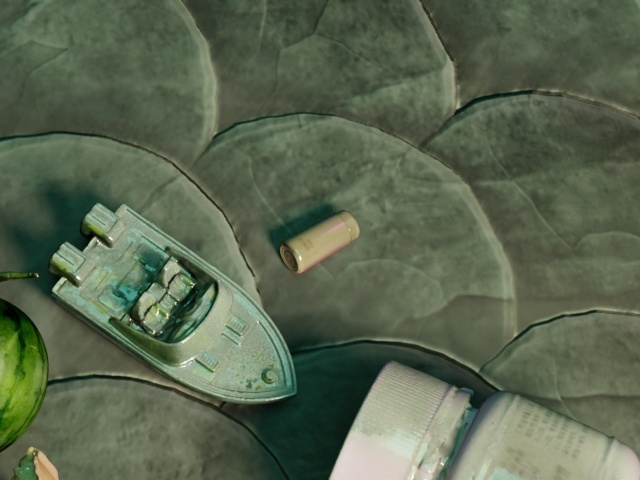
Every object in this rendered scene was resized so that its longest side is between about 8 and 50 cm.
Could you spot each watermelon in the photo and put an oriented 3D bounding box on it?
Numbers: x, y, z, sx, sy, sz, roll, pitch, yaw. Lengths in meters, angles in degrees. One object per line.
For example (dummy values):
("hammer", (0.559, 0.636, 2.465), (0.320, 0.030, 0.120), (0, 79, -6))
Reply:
("watermelon", (-0.387, 0.133, 1.833), (0.188, 0.188, 0.214), (9, 76, -8))

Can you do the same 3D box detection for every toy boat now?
("toy boat", (-0.159, 0.087, 1.957), (0.319, 0.092, 0.141), (35, 66, 4))

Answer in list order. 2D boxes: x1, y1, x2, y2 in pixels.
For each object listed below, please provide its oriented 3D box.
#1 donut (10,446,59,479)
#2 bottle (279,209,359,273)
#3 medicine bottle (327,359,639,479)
("donut", (-0.372, 0.325, 1.766), (0.233, 0.085, 0.199), (-7, 104, -14))
("bottle", (0.000, 0.000, 2.057), (0.096, 0.045, 0.045), (-30, 75, -23))
("medicine bottle", (0.172, 0.279, 1.857), (0.302, 0.241, 0.241), (24, 63, 10))
